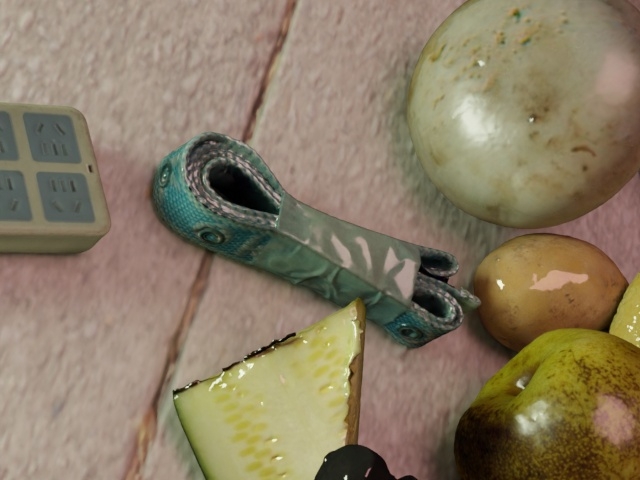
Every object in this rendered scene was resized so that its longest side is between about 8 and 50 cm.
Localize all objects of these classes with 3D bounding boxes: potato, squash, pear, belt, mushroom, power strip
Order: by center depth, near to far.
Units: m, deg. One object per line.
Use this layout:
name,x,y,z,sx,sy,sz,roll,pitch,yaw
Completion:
power strip,-0.283,-0.049,1.382,0.270,0.046,0.118,1,66,-36
squash,0.015,0.195,1.427,0.252,0.169,0.093,63,4,9
pear,0.219,0.178,1.539,0.197,0.197,0.197,18,57,-29
belt,0.000,0.000,1.548,0.302,0.072,0.087,27,55,-23
potato,0.205,0.044,1.661,0.147,0.112,0.112,0,66,-29
mushroom,0.207,-0.116,1.702,0.243,0.243,0.243,18,57,-29

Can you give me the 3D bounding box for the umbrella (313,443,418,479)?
umbrella,0.123,0.248,1.421,0.358,0.113,0.106,40,40,-34

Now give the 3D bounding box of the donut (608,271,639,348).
donut,0.312,0.114,1.662,0.141,0.085,0.217,-44,139,-34

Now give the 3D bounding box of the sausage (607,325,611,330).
sausage,0.322,0.094,1.761,0.186,0.043,0.043,32,51,-20
